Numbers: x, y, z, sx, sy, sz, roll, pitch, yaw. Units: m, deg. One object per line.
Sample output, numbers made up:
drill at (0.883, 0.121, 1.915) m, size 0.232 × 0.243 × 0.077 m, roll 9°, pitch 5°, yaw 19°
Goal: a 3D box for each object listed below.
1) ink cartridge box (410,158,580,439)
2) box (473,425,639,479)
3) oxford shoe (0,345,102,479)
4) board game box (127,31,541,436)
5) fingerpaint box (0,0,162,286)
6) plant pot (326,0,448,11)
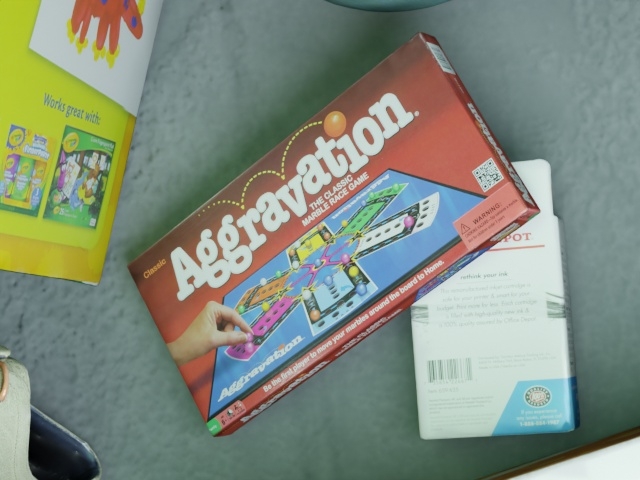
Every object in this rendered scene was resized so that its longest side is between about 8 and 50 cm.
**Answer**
ink cartridge box at (0.116, 0.041, 1.060) m, size 0.104 × 0.060 × 0.180 m, roll -5°, pitch 85°, yaw 15°
box at (0.125, 0.227, 0.964) m, size 0.345 × 0.215 × 0.168 m, roll -20°, pitch 81°, yaw 11°
oxford shoe at (-0.273, 0.087, 1.006) m, size 0.146 × 0.397 × 0.140 m, roll -25°, pitch 57°, yaw 4°
board game box at (0.000, 0.000, 1.066) m, size 0.281 × 0.027 × 0.145 m, roll -38°, pitch 69°, yaw 23°
fingerpaint box at (-0.256, -0.178, 0.971) m, size 0.163 × 0.445 × 0.371 m, roll 12°, pitch 89°, yaw 17°
plant pot at (0.019, -0.297, 0.965) m, size 0.341 × 0.334 × 0.341 m, roll -1°, pitch 87°, yaw 11°
